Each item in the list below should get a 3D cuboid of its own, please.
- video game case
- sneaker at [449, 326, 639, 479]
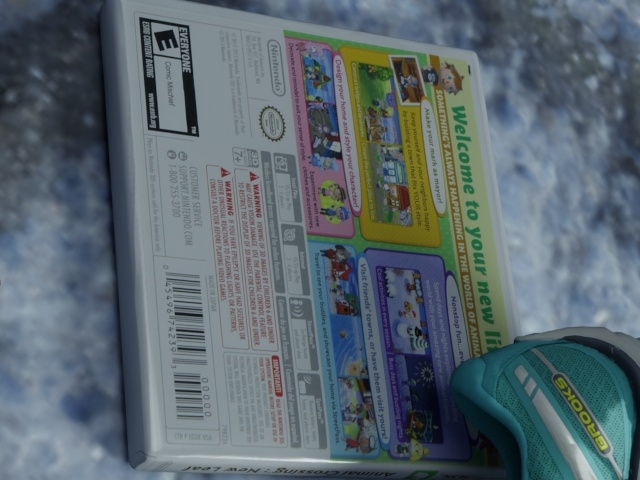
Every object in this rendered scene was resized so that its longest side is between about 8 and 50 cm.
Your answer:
[{"bbox_3d":[0.000,0.000,0.770,0.193,0.023,0.212,6,65,-29],"label":"video game case"},{"bbox_3d":[0.103,0.174,0.718,0.110,0.107,0.275,-1,76,-4],"label":"sneaker"}]
